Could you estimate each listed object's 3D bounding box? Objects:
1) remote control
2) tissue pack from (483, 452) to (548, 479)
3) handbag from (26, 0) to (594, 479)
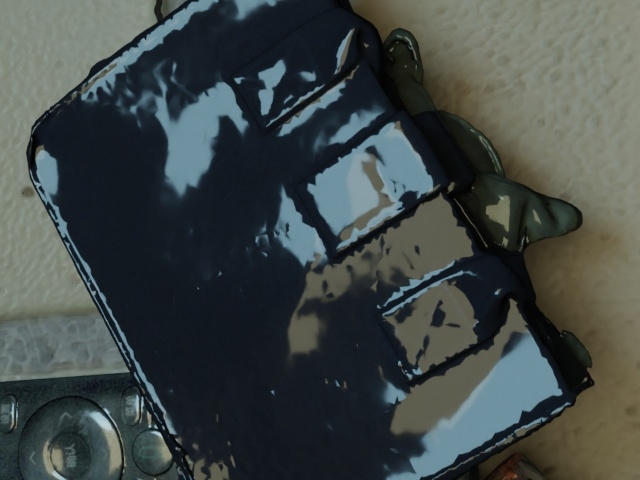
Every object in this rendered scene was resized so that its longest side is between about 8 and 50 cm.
[{"bbox_3d":[-0.085,0.138,0.809,0.378,0.044,0.107,-6,84,17],"label":"remote control"},{"bbox_3d":[0.088,0.318,0.710,0.245,0.123,0.332,43,97,9],"label":"tissue pack"},{"bbox_3d":[0.000,0.000,0.719,0.269,0.118,0.325,-34,76,17],"label":"handbag"}]
